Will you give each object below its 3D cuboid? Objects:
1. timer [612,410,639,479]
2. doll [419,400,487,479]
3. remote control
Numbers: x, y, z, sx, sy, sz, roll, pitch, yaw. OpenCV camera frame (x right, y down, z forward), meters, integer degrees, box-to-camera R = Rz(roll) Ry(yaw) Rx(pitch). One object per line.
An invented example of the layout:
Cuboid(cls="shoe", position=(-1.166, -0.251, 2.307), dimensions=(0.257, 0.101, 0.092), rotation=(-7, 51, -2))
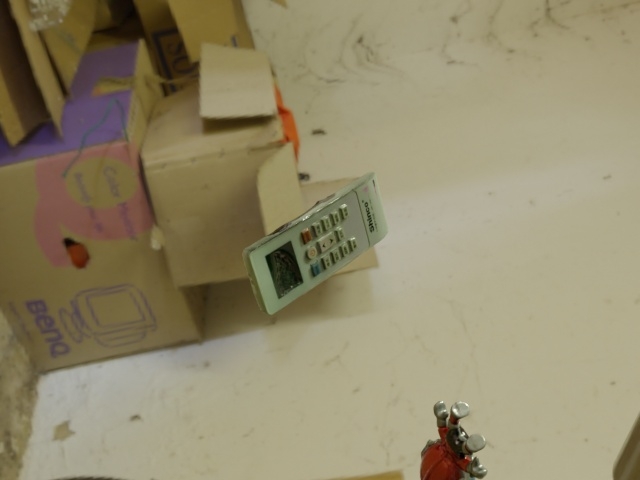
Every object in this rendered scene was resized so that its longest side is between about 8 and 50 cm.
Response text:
Cuboid(cls="timer", position=(0.327, 0.084, 0.555), dimensions=(0.175, 0.175, 0.266), rotation=(-101, -162, -72))
Cuboid(cls="doll", position=(0.095, 0.165, 0.583), dimensions=(0.057, 0.039, 0.114), rotation=(32, -43, 21))
Cuboid(cls="remote control", position=(0.000, 0.000, 0.691), dimensions=(0.029, 0.166, 0.065), rotation=(11, -55, 46))
